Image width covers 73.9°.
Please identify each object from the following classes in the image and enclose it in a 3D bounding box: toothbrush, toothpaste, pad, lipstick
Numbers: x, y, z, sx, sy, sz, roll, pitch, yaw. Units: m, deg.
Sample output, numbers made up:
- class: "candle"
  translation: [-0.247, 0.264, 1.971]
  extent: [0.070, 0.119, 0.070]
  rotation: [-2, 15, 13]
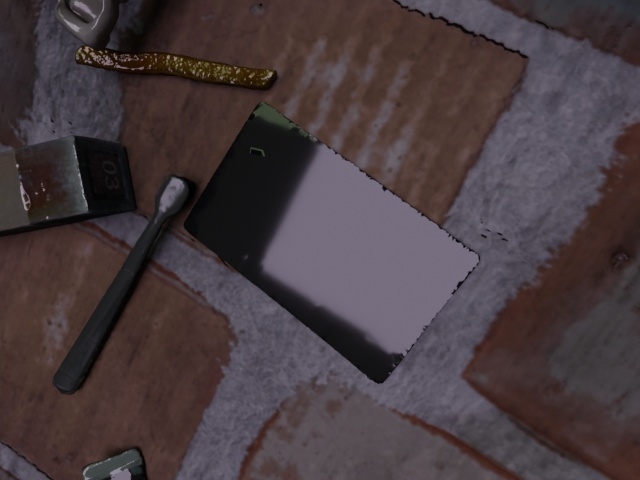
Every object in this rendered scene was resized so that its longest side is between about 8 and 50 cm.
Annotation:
- class: "toothbrush"
  translation: [-0.218, 0.055, 0.463]
  extent: [0.030, 0.030, 0.297]
  rotation: [34, 102, -1]
- class: "toothpaste"
  translation: [-0.211, 0.347, 0.480]
  extent: [0.062, 0.037, 0.216]
  rotation: [-14, 91, -22]
- class: "pad"
  translation: [0.000, 0.000, 0.421]
  extent: [0.265, 0.009, 0.159]
  rotation: [37, 102, 9]
- class: "lipstick"
  translation: [-0.391, -0.038, 0.469]
  extent: [0.371, 0.076, 0.080]
  rotation: [-8, 95, 13]

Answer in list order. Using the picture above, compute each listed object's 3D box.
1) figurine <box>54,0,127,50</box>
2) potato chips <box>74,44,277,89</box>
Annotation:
- class: "figurine"
  translation: [-0.207, -0.336, 0.371]
  extent: [0.308, 0.143, 0.308]
  rotation: [-1, 77, 6]
- class: "potato chips"
  translation: [-0.141, -0.173, 0.425]
  extent: [0.204, 0.037, 0.026]
  rotation: [11, 107, 6]
